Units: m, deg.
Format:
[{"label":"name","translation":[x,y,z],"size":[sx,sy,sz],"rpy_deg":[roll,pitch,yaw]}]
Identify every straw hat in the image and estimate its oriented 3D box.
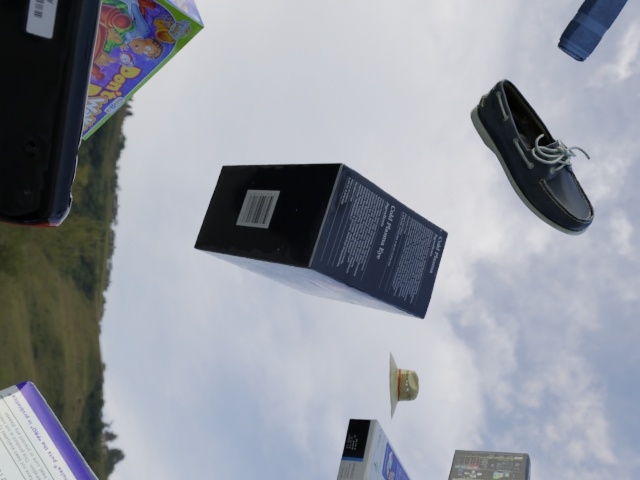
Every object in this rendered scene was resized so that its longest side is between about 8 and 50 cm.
[{"label":"straw hat","translation":[0.182,0.311,1.239],"size":[0.061,0.144,0.145],"rpy_deg":[-1,-90,10]}]

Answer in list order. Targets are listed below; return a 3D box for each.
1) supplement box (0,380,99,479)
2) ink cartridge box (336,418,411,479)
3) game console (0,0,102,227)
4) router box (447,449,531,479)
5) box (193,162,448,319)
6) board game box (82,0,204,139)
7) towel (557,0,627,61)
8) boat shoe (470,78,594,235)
[{"label":"supplement box","translation":[-0.254,0.191,0.324],"size":[0.114,0.220,0.111],"rpy_deg":[46,-56,17]},{"label":"ink cartridge box","translation":[0.117,0.494,1.100],"size":[0.065,0.333,0.166],"rpy_deg":[-7,-138,24]},{"label":"game console","translation":[-0.312,-0.224,0.382],"size":[0.060,0.341,0.387],"rpy_deg":[-108,-149,-74]},{"label":"router box","translation":[0.267,0.376,0.909],"size":[0.122,0.092,0.038],"rpy_deg":[-6,-76,24]},{"label":"box","translation":[0.000,0.000,1.079],"size":[0.343,0.312,0.179],"rpy_deg":[7,-104,48]},{"label":"board game box","translation":[-0.407,-0.336,0.992],"size":[0.347,0.233,0.078],"rpy_deg":[-34,-116,24]},{"label":"towel","translation":[0.442,-0.359,0.942],"size":[0.120,0.067,0.029],"rpy_deg":[-59,-153,22]},{"label":"boat shoe","translation":[0.323,-0.126,0.849],"size":[0.255,0.095,0.079],"rpy_deg":[63,-33,20]}]
